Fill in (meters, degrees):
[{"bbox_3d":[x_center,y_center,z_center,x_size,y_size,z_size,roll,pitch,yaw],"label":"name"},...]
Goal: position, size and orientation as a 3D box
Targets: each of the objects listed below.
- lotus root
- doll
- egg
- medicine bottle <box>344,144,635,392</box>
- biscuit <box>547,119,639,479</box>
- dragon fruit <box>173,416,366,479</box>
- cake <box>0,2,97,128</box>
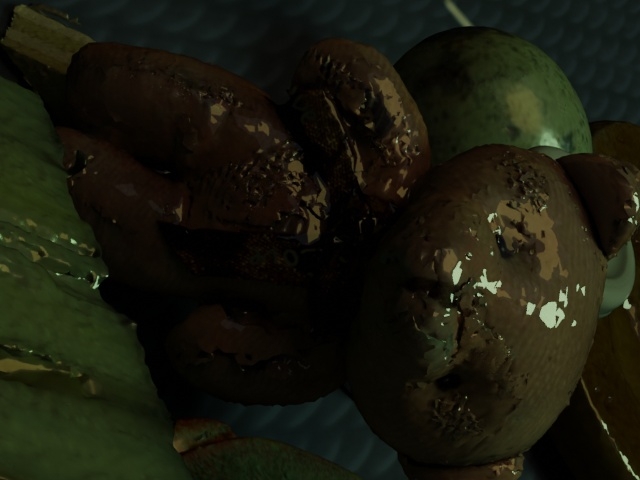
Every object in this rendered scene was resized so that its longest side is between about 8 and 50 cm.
[{"bbox_3d":[-0.205,0.025,0.626,0.260,0.149,0.267,22,27,-39],"label":"lotus root"},{"bbox_3d":[0.000,0.000,0.864,0.303,0.201,0.156,23,0,-5],"label":"doll"},{"bbox_3d":[0.103,-0.046,1.127,0.141,0.141,0.182,-45,120,-56],"label":"egg"},{"bbox_3d":[0.087,0.024,1.024,0.105,0.168,0.105,33,42,-35],"label":"medicine bottle"},{"bbox_3d":[0.250,0.083,1.291,0.314,0.063,0.367,49,35,-20],"label":"biscuit"},{"bbox_3d":[-0.002,0.213,0.811,0.295,0.130,0.268,55,29,-8],"label":"dragon fruit"},{"bbox_3d":[-0.122,-0.076,0.952,0.121,0.065,0.052,31,38,-3],"label":"cake"}]
